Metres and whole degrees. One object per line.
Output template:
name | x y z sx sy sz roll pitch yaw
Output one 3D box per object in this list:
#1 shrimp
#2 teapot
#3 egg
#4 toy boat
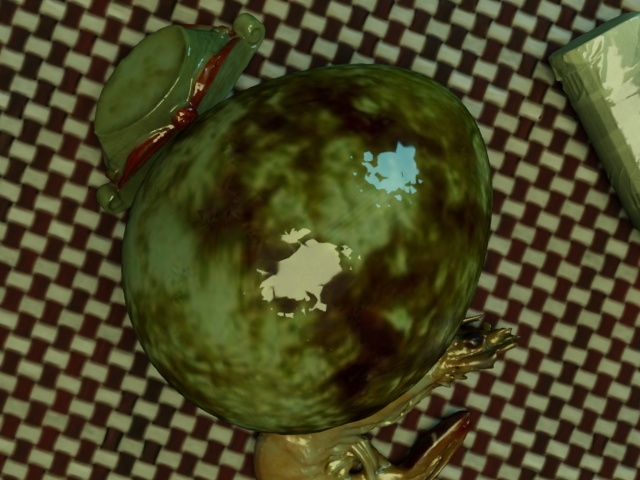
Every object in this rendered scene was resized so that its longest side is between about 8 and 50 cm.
shrimp | 0.059 0.144 1.016 0.236 0.053 0.133 -31 97 -1
teapot | 0.260 -0.072 0.996 0.077 0.107 0.200 -30 99 -6
egg | 0.000 0.000 0.903 0.289 0.238 0.238 -38 100 -18
toy boat | -0.115 -0.103 0.959 0.089 0.071 0.185 38 89 32
